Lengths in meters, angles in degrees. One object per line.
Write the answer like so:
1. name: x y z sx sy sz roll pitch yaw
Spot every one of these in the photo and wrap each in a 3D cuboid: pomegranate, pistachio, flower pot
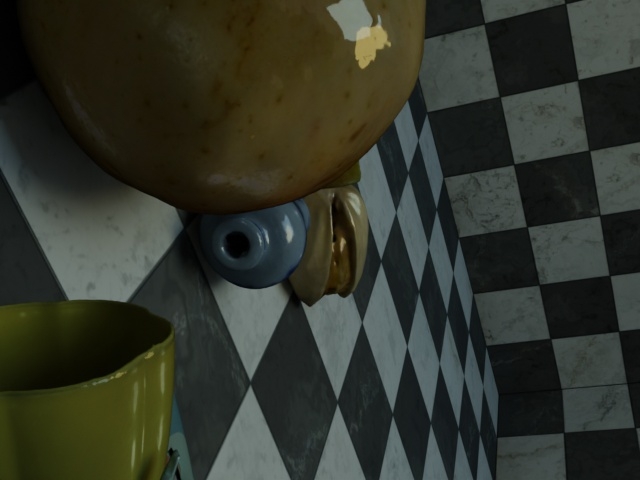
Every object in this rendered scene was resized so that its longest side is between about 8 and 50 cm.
1. pomegranate: -0.087 -0.223 0.751 0.411 0.411 0.411 -9 90 -70
2. pistachio: 0.000 0.000 1.260 0.157 0.157 0.229 -59 148 -61
3. flower pot: -0.203 0.154 0.572 0.195 0.195 0.179 -36 128 -68

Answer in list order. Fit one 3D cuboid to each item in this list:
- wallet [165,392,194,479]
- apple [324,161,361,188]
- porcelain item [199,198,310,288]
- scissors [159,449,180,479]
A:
1. wallet: -0.169 0.279 0.754 0.176 0.075 0.250 -42 120 -73
2. apple: -0.042 -0.234 1.067 0.179 0.254 0.346 -18 95 -53
3. porcelain item: -0.079 -0.015 1.052 0.259 0.141 0.141 -47 125 -76
4. scissors: -0.168 0.332 0.545 0.256 0.029 0.383 -14 122 -71
